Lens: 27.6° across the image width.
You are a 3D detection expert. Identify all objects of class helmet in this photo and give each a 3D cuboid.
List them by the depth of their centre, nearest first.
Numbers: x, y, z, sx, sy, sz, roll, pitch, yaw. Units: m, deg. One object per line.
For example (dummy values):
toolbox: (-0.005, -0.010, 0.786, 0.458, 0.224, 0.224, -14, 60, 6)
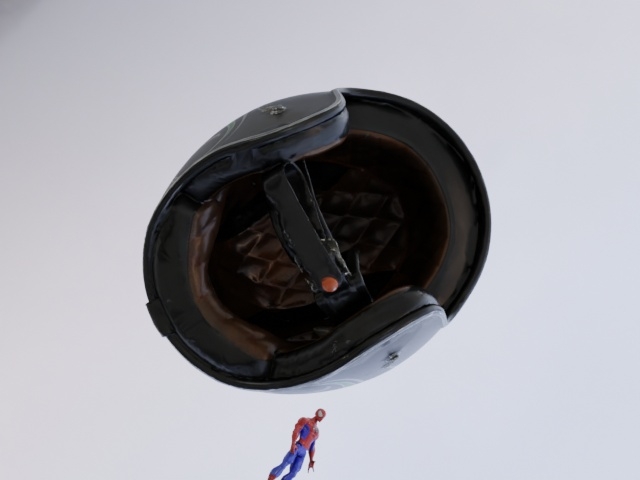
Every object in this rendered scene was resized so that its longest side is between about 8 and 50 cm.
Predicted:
helmet: (0.000, 0.000, 0.684, 0.169, 0.169, 0.161, -15, -176, 23)

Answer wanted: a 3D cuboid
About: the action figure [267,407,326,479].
action figure: (-0.024, 0.227, 1.385, 0.030, 0.038, 0.115, -5, -132, 48)
